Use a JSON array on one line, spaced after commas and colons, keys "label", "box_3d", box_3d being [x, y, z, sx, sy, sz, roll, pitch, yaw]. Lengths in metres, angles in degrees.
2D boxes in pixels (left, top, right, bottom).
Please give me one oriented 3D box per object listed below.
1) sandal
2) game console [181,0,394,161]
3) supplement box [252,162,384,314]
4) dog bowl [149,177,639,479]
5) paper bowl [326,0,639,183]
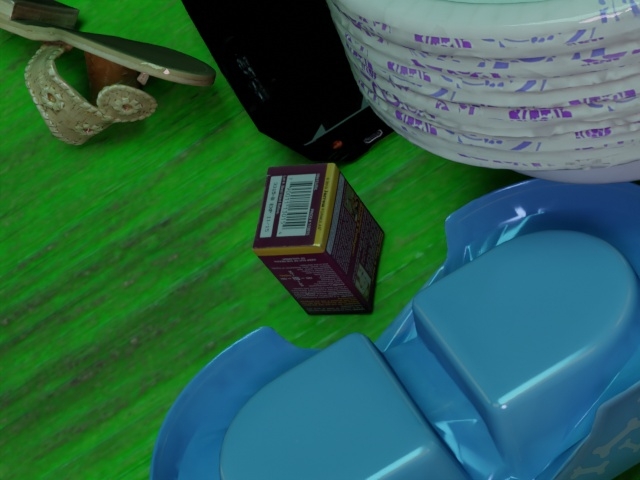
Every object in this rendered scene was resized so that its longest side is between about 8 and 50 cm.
[{"label": "sandal", "box_3d": [-0.158, -0.104, 1.091, 0.240, 0.088, 0.079, 27, 106, 41]}, {"label": "game console", "box_3d": [0.088, -0.205, 1.045, 0.361, 0.044, 0.213, -33, 53, 2]}, {"label": "supplement box", "box_3d": [0.000, 0.000, 0.933, 0.043, 0.083, 0.055, -3, 60, 23]}, {"label": "dog bowl", "box_3d": [0.062, 0.083, 0.835, 0.297, 0.074, 0.166, -31, 40, -4]}, {"label": "paper bowl", "box_3d": [0.147, -0.140, 0.860, 0.284, 0.148, 0.284, -13, 41, 11]}]
